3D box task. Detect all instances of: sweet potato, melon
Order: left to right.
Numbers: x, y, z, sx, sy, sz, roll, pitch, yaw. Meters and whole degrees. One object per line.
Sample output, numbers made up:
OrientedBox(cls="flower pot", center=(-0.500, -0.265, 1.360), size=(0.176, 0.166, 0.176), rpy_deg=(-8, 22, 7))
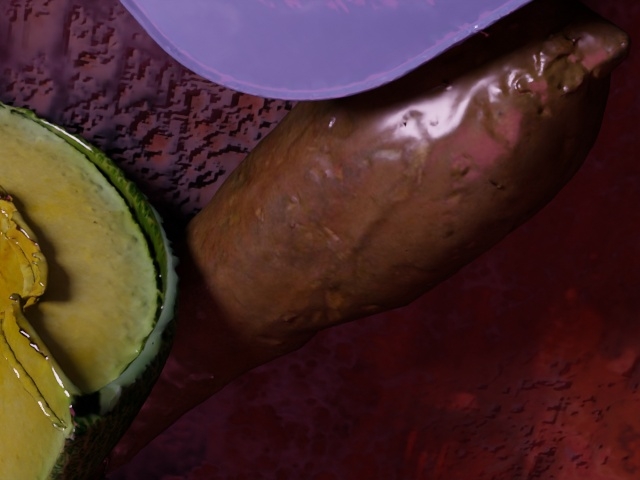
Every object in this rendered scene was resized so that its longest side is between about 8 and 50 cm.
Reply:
OrientedBox(cls="melon", center=(-0.171, 0.042, 1.013), size=(0.129, 0.265, 0.169), rpy_deg=(-17, 143, -40))
OrientedBox(cls="sweet potato", center=(-0.002, -0.002, 0.993), size=(0.130, 0.130, 0.422), rpy_deg=(39, 122, -22))

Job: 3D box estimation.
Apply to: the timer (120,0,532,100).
OrientedBox(cls="timer", center=(0.012, -0.265, 0.777), size=(0.395, 0.173, 0.395), rpy_deg=(2, 127, 3))
